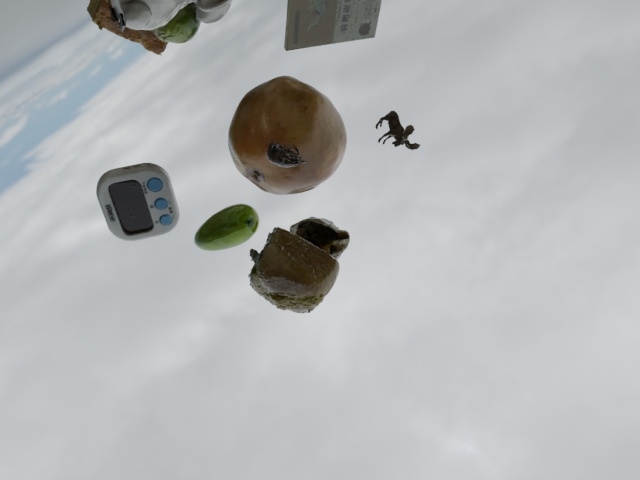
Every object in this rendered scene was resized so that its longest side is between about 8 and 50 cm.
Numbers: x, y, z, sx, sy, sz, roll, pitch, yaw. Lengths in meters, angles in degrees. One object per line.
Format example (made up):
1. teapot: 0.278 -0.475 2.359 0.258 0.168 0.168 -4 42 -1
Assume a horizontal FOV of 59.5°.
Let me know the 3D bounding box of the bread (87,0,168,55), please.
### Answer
1. bread: -0.647 -0.860 1.997 0.279 0.279 0.207 -60 -143 19

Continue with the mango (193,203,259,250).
1. mango: -0.397 -0.048 2.330 0.343 0.156 0.192 -18 -151 30

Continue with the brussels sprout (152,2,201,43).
1. brussels sprout: -0.430 -0.660 1.680 0.155 0.155 0.117 -25 175 16

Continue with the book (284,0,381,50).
1. book: 0.043 -0.676 1.638 0.310 0.217 0.021 -17 -127 -21

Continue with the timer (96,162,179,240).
1. timer: -0.603 -0.131 1.862 0.237 0.262 0.087 -12 -147 -8

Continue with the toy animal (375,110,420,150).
1. toy animal: 0.342 -0.484 2.497 0.186 0.094 0.214 -18 -104 30

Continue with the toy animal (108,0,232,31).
1. toy animal: -0.337 -0.620 1.344 0.357 0.257 0.194 -17 168 -20

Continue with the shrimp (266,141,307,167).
1. shrimp: -0.088 -0.229 1.517 0.165 0.057 0.065 15 -93 37

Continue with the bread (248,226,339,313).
1. bread: -0.094 0.096 1.547 0.195 0.246 0.176 -57 -178 47

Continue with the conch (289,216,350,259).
1. conch: 0.001 -0.006 2.413 0.324 0.263 0.186 -31 -156 36

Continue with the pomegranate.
1. pomegranate: -0.102 -0.344 1.844 0.411 0.411 0.411 -26 -151 16
